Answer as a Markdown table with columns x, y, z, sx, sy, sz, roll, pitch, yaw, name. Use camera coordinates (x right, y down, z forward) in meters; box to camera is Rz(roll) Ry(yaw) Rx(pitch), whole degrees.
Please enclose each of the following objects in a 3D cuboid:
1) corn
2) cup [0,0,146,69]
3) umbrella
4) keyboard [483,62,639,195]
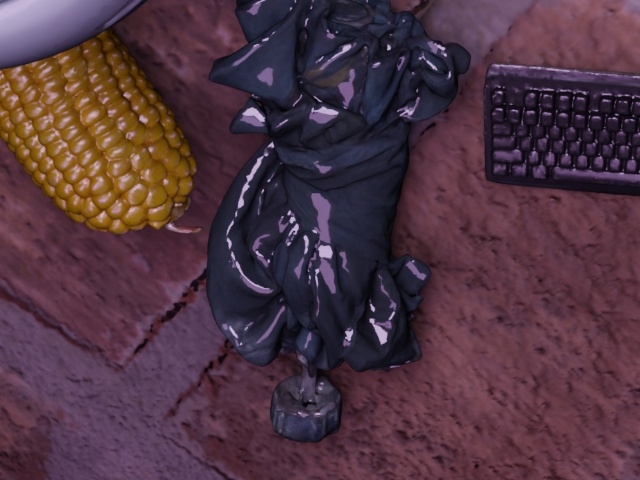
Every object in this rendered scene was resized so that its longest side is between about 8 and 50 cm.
| x | y | z | sx | sy | sz | roll | pitch | yaw | name |
| --- | --- | --- | --- | --- | --- | --- | --- | --- | --- |
| -0.181 | -0.120 | 0.984 | 0.101 | 0.101 | 0.310 | -28 | 108 | 31 | corn |
| -0.141 | -0.257 | 0.746 | 0.259 | 0.274 | 0.356 | 23 | 107 | -7 | cup |
| 0.002 | 0.002 | 1.016 | 0.143 | 0.094 | 0.348 | 17 | 129 | 11 | umbrella |
| 0.210 | -0.060 | 0.950 | 0.230 | 0.025 | 0.093 | 5 | 127 | 14 | keyboard |
